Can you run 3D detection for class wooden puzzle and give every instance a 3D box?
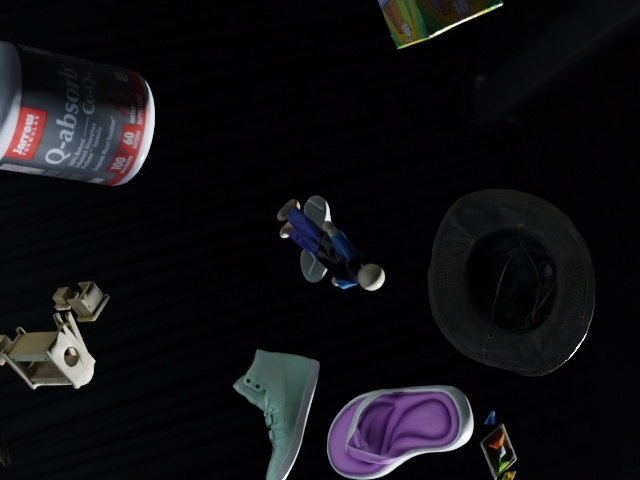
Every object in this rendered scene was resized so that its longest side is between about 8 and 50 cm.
[{"bbox_3d":[0.292,0.343,1.699,0.014,0.078,0.116,-14,-71,44],"label":"wooden puzzle"}]

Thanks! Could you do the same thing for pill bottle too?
[{"bbox_3d":[-0.482,-0.216,1.749,0.210,0.363,0.210,-10,-103,50],"label":"pill bottle"}]

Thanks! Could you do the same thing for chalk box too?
[{"bbox_3d":[0.148,-0.408,1.523,0.213,0.132,0.132,66,-13,-9],"label":"chalk box"}]

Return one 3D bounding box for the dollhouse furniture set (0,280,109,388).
[{"bbox_3d":[-0.451,0.160,1.746,0.182,0.161,0.101,-5,-48,33],"label":"dollhouse furniture set"}]

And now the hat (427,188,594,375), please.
[{"bbox_3d":[0.342,0.061,1.747,0.331,0.134,0.331,7,-80,45],"label":"hat"}]

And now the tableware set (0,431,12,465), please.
[{"bbox_3d":[-0.435,0.230,1.345,0.168,0.020,0.141,153,-81,-77],"label":"tableware set"}]

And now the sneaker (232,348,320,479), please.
[{"bbox_3d":[-0.103,0.331,1.964,0.094,0.151,0.256,115,-11,-68],"label":"sneaker"}]

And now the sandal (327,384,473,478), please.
[{"bbox_3d":[0.126,0.371,2.075,0.416,0.102,0.169,-32,-114,45],"label":"sandal"}]

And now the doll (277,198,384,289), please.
[{"bbox_3d":[0.015,0.013,1.493,0.189,0.046,0.129,37,-29,30],"label":"doll"}]

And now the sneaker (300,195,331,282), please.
[{"bbox_3d":[0.000,0.000,1.846,0.061,0.053,0.152,24,70,-71],"label":"sneaker"}]
